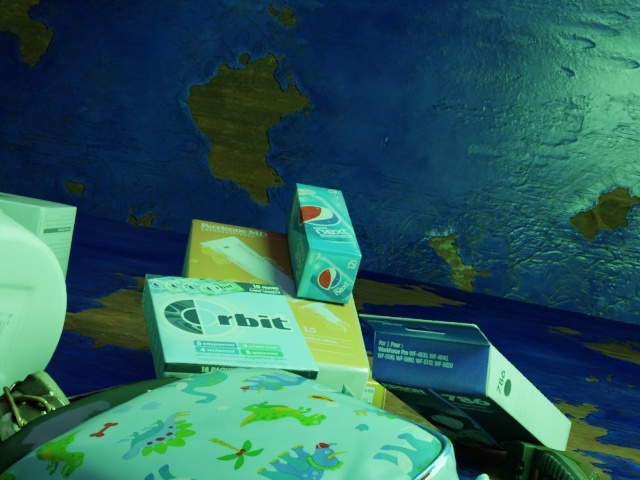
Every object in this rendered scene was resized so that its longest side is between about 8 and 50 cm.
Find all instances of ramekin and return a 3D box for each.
[{"bbox_3d":[-0.423,0.081,1.195,0.135,0.277,0.277,22,12,33],"label":"ramekin"}]

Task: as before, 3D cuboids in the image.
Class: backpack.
[{"bbox_3d":[-0.052,0.216,0.719,0.355,0.273,0.290,31,31,35],"label":"backpack"}]

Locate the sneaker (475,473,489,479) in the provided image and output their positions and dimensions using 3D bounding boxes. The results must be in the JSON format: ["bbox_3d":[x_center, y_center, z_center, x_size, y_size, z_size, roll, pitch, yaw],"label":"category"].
[{"bbox_3d":[0.261,0.302,1.077,0.237,0.086,0.085,12,5,12],"label":"sneaker"}]

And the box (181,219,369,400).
[{"bbox_3d":[-0.076,0.129,1.324,0.215,0.168,0.345,9,23,-9],"label":"box"}]

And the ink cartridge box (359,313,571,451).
[{"bbox_3d":[0.183,0.192,1.332,0.165,0.065,0.333,3,-27,37],"label":"ink cartridge box"}]

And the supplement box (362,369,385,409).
[{"bbox_3d":[-0.028,0.211,1.489,0.233,0.080,0.078,11,8,-8],"label":"supplement box"}]

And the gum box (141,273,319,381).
[{"bbox_3d":[-0.101,0.100,1.110,0.157,0.041,0.184,5,25,-19],"label":"gum box"}]

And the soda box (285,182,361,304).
[{"bbox_3d":[0.000,0.000,1.353,0.067,0.071,0.210,9,23,-11],"label":"soda box"}]

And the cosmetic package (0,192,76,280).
[{"bbox_3d":[-0.516,0.039,1.607,0.224,0.224,0.138,11,4,8],"label":"cosmetic package"}]

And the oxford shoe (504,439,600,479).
[{"bbox_3d":[0.300,0.291,1.252,0.096,0.083,0.227,11,6,-9],"label":"oxford shoe"}]

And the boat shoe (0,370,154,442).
[{"bbox_3d":[-0.294,0.189,1.052,0.342,0.123,0.123,4,8,-44],"label":"boat shoe"}]
